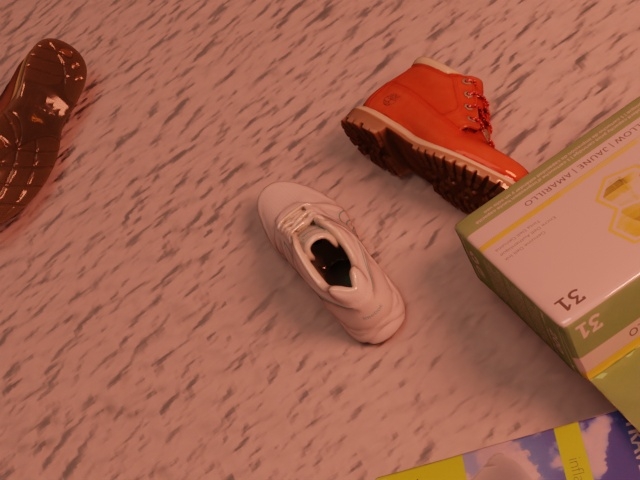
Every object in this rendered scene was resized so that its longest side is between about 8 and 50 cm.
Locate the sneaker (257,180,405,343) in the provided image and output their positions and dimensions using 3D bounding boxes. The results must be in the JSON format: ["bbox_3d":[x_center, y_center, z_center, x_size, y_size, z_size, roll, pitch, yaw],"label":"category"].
[{"bbox_3d":[0.000,0.000,0.728,0.053,0.061,0.152,-41,49,-1],"label":"sneaker"}]

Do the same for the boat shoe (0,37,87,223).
[{"bbox_3d":[-0.249,-0.082,0.915,0.060,0.064,0.178,-21,42,53],"label":"boat shoe"}]

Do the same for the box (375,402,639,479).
[{"bbox_3d":[0.123,0.154,0.574,0.178,0.042,0.109,-20,52,15],"label":"box"}]

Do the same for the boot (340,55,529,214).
[{"bbox_3d":[0.092,-0.072,0.734,0.084,0.059,0.158,-44,49,-12],"label":"boot"}]

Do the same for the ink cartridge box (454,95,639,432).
[{"bbox_3d":[0.199,0.014,0.585,0.171,0.056,0.235,-34,35,-3],"label":"ink cartridge box"}]
